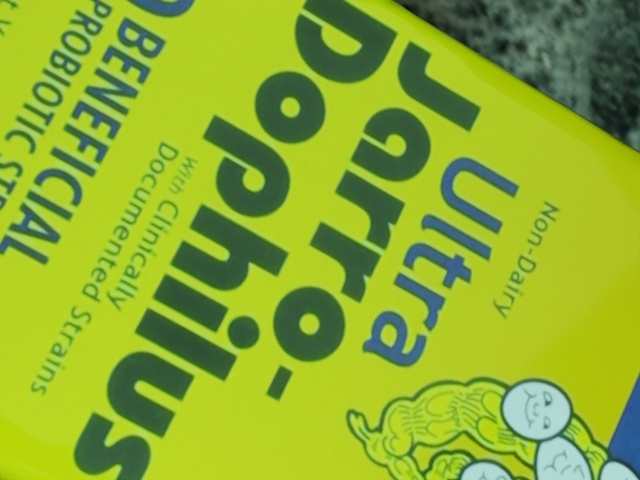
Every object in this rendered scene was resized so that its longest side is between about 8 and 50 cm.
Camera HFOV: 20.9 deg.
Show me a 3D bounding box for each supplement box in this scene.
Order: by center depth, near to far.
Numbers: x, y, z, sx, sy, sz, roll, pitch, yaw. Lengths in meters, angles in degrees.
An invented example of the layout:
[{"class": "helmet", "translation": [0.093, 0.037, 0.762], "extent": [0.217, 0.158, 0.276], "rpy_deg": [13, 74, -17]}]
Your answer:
[{"class": "supplement box", "translation": [-0.046, 0.016, 0.619], "extent": [0.356, 0.195, 0.194], "rpy_deg": [29, 76, -13]}]
